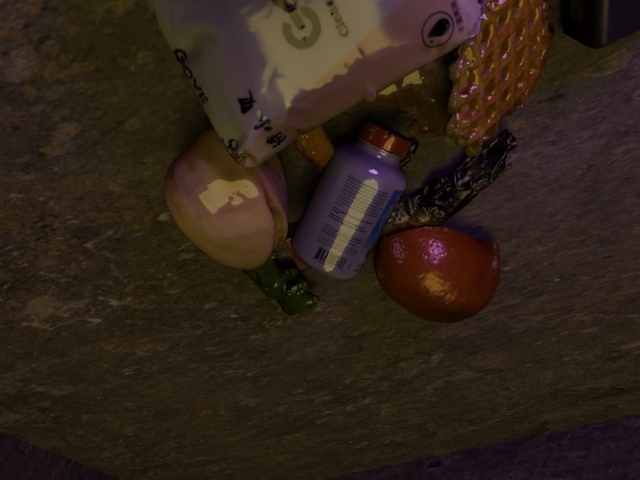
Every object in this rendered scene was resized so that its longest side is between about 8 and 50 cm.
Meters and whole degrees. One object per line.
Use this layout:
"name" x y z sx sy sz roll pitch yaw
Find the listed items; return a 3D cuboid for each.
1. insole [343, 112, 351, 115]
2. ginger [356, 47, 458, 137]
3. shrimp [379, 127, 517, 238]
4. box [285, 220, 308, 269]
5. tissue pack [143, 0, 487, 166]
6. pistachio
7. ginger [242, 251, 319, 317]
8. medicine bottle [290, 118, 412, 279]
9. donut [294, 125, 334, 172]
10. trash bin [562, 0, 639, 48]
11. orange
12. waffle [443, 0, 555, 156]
"insole" 0.028 -0.221 0.711 0.053 0.153 0.002 18 107 -6
"ginger" 0.128 -0.276 0.685 0.363 0.122 0.348 -25 123 5
"shrimp" 0.218 -0.124 0.878 0.233 0.071 0.365 32 129 -24
"box" 0.000 0.000 0.978 0.156 0.060 0.111 -14 131 10
"tissue pack" -0.041 -0.333 0.516 0.390 0.195 0.376 -30 107 14
"pistachio" -0.166 -0.077 0.782 0.238 0.229 0.321 37 150 18
"ginger" -0.104 0.090 1.032 0.137 0.089 0.290 -2 138 49
"medicine bottle" 0.065 -0.080 0.805 0.157 0.157 0.289 18 113 -21
"donut" -0.034 -0.198 0.718 0.065 0.178 0.162 -38 87 5
"trash bin" 0.435 -0.420 0.576 0.165 0.115 0.225 -20 130 13
"orange" 0.295 0.078 1.028 0.310 0.274 0.274 -16 151 -48
"waffle" 0.280 -0.268 0.648 0.291 0.051 0.291 -24 127 -36
